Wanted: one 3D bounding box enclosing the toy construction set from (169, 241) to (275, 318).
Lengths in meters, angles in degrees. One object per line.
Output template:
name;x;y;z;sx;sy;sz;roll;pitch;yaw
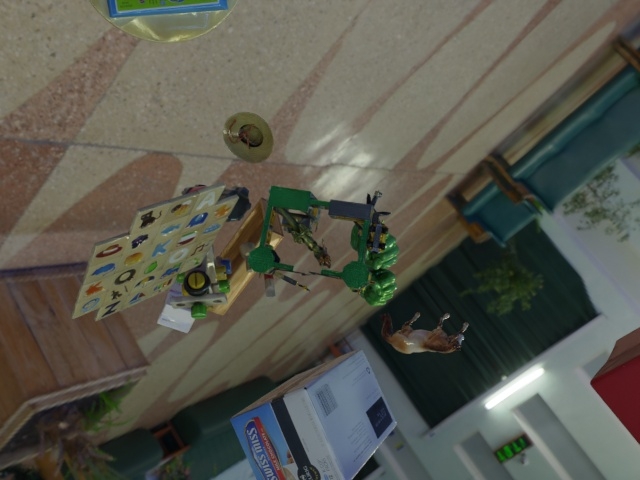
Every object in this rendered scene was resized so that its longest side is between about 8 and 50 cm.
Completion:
toy construction set;-0.245;0.099;1.412;0.309;0.237;0.257;7;143;-26

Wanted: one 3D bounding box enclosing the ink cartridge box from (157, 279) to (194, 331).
ink cartridge box;-0.389;0.180;1.642;0.092;0.143;0.090;20;128;-16

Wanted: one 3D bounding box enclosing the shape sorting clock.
shape sorting clock;-0.192;-0.343;0.714;0.206;0.206;0.040;-34;-174;-5

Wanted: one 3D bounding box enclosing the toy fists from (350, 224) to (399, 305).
toy fists;0.161;0.075;1.781;0.096;0.142;0.279;-31;132;-42

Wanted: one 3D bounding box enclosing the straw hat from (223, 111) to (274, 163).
straw hat;-0.174;-0.275;1.523;0.144;0.144;0.061;-47;-178;33

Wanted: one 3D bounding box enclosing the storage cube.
storage cube;0.562;0.213;0.875;0.184;0.215;0.193;-21;161;-49

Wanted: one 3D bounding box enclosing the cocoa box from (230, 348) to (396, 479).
cocoa box;-0.005;0.445;1.442;0.228;0.231;0.347;-28;174;25

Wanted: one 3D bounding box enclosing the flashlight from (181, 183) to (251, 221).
flashlight;-0.287;-0.095;1.577;0.103;0.103;0.304;-18;-163;-26

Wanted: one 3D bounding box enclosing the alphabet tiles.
alphabet tiles;-0.292;0.027;1.046;0.285;0.011;0.342;-25;161;-43

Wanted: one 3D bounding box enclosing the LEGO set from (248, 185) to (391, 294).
LEGO set;0.000;0.000;1.404;0.331;0.254;0.192;1;173;9

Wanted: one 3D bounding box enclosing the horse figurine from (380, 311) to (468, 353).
horse figurine;0.264;0.246;1.540;0.263;0.066;0.174;-1;-158;32

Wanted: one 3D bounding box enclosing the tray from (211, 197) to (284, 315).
tray;-0.285;0.061;2.154;0.076;0.203;0.411;24;118;-29
